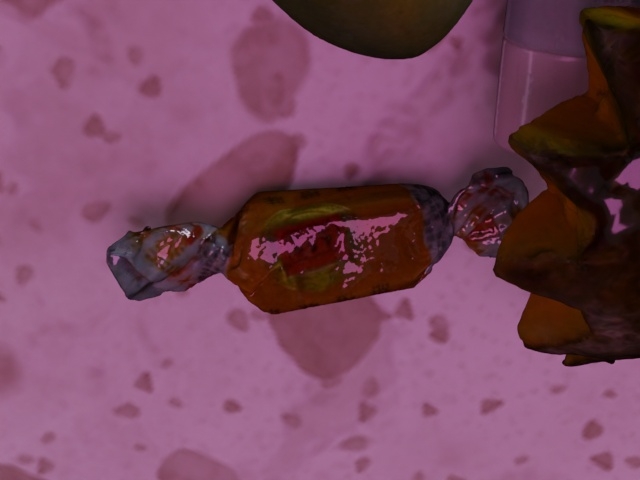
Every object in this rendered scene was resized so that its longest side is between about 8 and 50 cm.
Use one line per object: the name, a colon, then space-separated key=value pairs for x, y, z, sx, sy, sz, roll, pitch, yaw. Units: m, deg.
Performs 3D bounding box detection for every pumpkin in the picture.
pumpkin: x=0.174 y=-0.039 z=0.414 sx=0.130 sy=0.149 sz=0.254 roll=17 pitch=104 yaw=-55

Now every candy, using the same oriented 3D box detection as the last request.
candy: x=0.000 y=0.000 z=0.522 sx=0.182 sy=0.046 sz=0.053 roll=-8 pitch=115 yaw=-6

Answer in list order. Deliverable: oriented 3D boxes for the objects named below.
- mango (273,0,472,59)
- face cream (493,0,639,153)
mango: x=-0.013 y=-0.169 z=0.408 sx=0.237 sy=0.091 sz=0.137 roll=37 pitch=115 yaw=-28
face cream: x=0.116 y=-0.128 z=0.457 sx=0.084 sy=0.057 sz=0.198 roll=-4 pitch=120 yaw=-16
